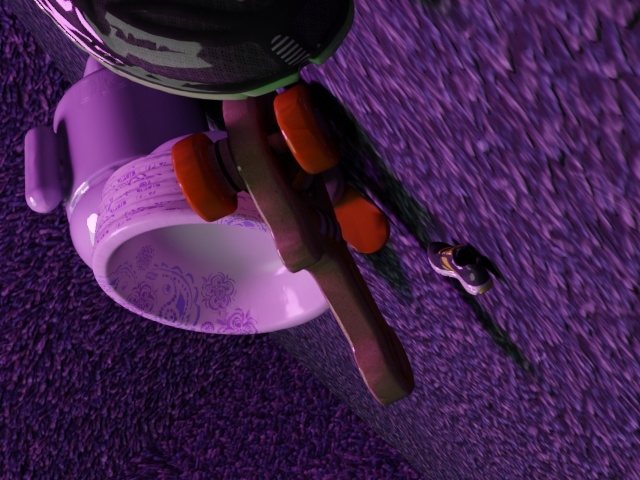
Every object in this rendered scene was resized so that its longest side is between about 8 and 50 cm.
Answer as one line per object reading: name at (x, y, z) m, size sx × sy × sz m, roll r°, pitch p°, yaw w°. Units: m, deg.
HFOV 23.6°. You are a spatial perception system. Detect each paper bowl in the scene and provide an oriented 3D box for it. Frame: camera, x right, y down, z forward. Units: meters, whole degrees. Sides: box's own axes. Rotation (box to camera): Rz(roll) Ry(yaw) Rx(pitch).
paper bowl at (-0.110, -0.017, 1.729) m, size 0.284 × 0.284 × 0.148 m, roll 61°, pitch -152°, yaw -57°

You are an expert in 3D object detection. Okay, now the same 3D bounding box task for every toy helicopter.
toy helicopter at (0.000, 0.000, 1.516) m, size 0.355 × 0.140 × 0.235 m, roll 63°, pitch -168°, yaw -13°

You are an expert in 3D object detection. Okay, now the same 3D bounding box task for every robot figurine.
robot figurine at (-0.231, -0.085, 1.954) m, size 0.199 × 0.300 × 0.353 m, roll 111°, pitch 150°, yaw -48°

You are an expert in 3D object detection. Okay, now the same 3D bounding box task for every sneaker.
sneaker at (-0.172, -0.281, 0.995) m, size 0.483 × 0.185 × 0.202 m, roll 47°, pitch 176°, yaw 7°
sneaker at (0.123, 0.016, 1.358) m, size 0.083 × 0.031 × 0.035 m, roll 34°, pitch 150°, yaw 47°
